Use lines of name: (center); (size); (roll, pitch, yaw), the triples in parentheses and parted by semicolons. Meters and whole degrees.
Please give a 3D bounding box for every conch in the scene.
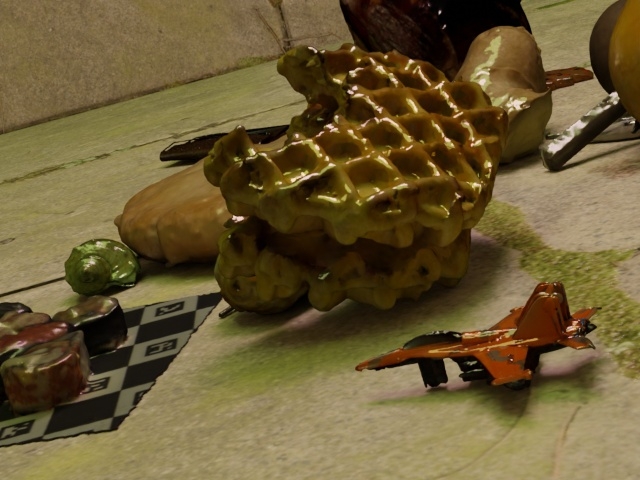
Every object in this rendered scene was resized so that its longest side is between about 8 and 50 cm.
conch: (-0.264, 0.036, 1.418); (0.089, 0.074, 0.121); (21, 4, 10)

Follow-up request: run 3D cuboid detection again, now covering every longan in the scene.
longan: (0.457, -0.252, 1.557); (0.187, 0.168, 0.167); (8, 19, 9)

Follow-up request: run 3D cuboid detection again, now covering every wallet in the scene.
wallet: (-0.168, -0.181, 2.123); (0.243, 0.039, 0.133); (-3, 18, 37)

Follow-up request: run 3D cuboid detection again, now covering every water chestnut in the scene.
water chestnut: (0.160, -0.339, 1.910); (0.347, 0.335, 0.335); (-45, 8, 15)

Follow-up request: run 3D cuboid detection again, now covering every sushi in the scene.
sushi: (-0.294, 0.104, 1.160); (0.320, 0.069, 0.339); (-11, 16, 16)

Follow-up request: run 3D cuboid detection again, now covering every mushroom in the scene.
mushroom: (0.446, -0.162, 1.480); (0.306, 0.043, 0.068); (-15, -3, 3)

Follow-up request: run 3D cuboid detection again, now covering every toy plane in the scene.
toy plane: (0.119, 0.086, 0.871); (0.188, 0.062, 0.135); (-24, 11, 21)

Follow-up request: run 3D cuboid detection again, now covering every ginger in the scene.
ginger: (0.244, -0.191, 1.565); (0.152, 0.138, 0.267); (-13, 40, 18)

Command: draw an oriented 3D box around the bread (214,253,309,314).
bread: (0.001, 0.001, 1.218); (0.269, 0.098, 0.087); (-28, -22, -39)

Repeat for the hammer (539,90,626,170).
hammer: (0.389, -0.187, 1.435); (0.297, 0.125, 0.027); (-38, 9, -9)

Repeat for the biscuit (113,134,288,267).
biscuit: (-0.056, -0.081, 1.529); (0.446, 0.104, 0.429); (-16, 16, -9)

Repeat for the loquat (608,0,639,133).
loquat: (0.449, -0.213, 1.327); (0.243, 0.244, 0.244); (-14, 15, 4)

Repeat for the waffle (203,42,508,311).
waffle: (0.040, -0.070, 1.129); (0.261, 0.151, 0.324); (15, 40, 11)

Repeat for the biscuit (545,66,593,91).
biscuit: (0.394, -0.272, 1.950); (0.130, 0.019, 0.119); (-24, 17, -29)

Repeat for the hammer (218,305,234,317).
hammer: (-0.070, 0.056, 1.228); (0.035, 0.019, 0.110); (0, 26, 44)
